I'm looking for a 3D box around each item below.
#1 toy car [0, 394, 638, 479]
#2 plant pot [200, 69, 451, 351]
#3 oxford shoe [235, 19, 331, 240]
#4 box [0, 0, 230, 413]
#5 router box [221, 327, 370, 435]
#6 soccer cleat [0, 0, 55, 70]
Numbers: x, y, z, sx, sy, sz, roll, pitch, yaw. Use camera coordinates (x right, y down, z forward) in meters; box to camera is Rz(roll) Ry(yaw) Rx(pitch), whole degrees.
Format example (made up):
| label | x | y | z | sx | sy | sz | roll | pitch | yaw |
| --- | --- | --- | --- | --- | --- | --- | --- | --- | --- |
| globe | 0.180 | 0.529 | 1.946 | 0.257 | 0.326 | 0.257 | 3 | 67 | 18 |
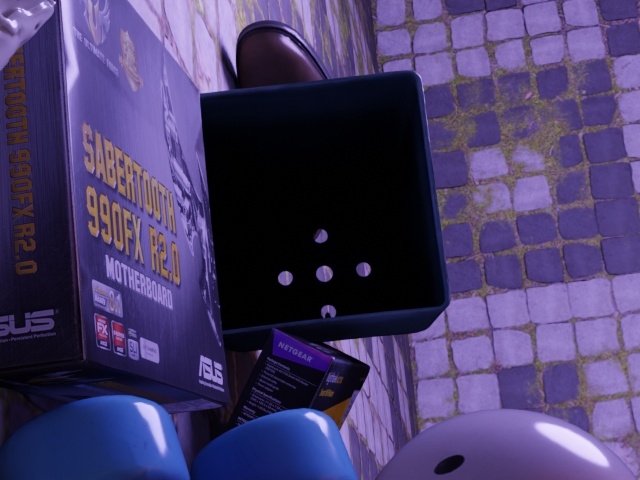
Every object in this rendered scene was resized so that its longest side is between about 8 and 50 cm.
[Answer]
| label | x | y | z | sx | sy | sz | roll | pitch | yaw |
| --- | --- | --- | --- | --- | --- | --- | --- | --- | --- |
| toy car | 0.032 | 0.129 | 0.457 | 0.210 | 0.238 | 0.219 | 14 | 46 | -48 |
| plant pot | 0.000 | 0.000 | 0.946 | 0.234 | 0.166 | 0.165 | 77 | 7 | -76 |
| oxford shoe | -0.026 | -0.088 | 1.131 | 0.096 | 0.083 | 0.227 | -82 | 161 | -50 |
| box | -0.101 | -0.017 | 0.592 | 0.231 | 0.056 | 0.183 | 53 | 30 | -75 |
| router box | -0.025 | 0.128 | 0.809 | 0.133 | 0.046 | 0.179 | -64 | 169 | -2 |
| soccer cleat | -0.125 | -0.070 | 0.403 | 0.196 | 0.076 | 0.068 | -89 | 168 | -49 |
